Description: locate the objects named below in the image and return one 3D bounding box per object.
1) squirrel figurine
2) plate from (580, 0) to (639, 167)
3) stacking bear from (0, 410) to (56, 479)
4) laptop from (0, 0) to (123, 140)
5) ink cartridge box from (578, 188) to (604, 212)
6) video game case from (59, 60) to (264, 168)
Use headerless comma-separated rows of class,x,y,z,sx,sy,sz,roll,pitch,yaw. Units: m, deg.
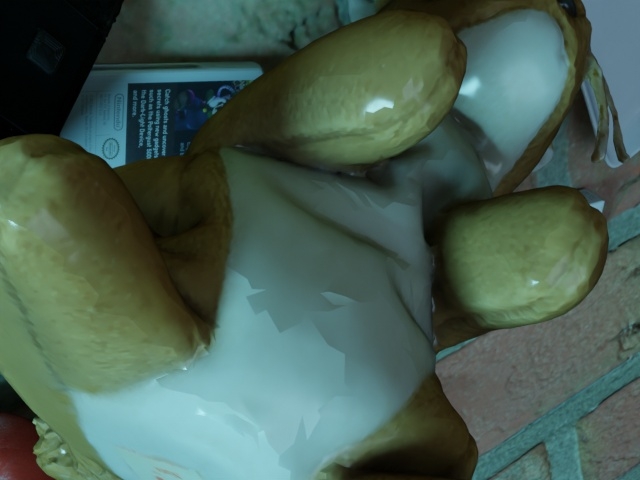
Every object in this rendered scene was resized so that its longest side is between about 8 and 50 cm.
squirrel figurine,0.000,0.000,0.539,0.281,0.397,0.370,35,56,-6
plate,0.296,-0.238,0.709,0.278,0.045,0.277,-40,131,-1
stacking bear,-0.160,0.205,0.649,0.289,0.164,0.175,26,130,-39
laptop,-0.261,-0.106,0.442,0.234,0.136,0.264,39,60,-41
ink cartridge box,0.213,-0.005,0.825,0.115,0.029,0.063,-16,127,-23
video game case,-0.130,-0.031,0.604,0.173,0.022,0.190,-7,122,-27
